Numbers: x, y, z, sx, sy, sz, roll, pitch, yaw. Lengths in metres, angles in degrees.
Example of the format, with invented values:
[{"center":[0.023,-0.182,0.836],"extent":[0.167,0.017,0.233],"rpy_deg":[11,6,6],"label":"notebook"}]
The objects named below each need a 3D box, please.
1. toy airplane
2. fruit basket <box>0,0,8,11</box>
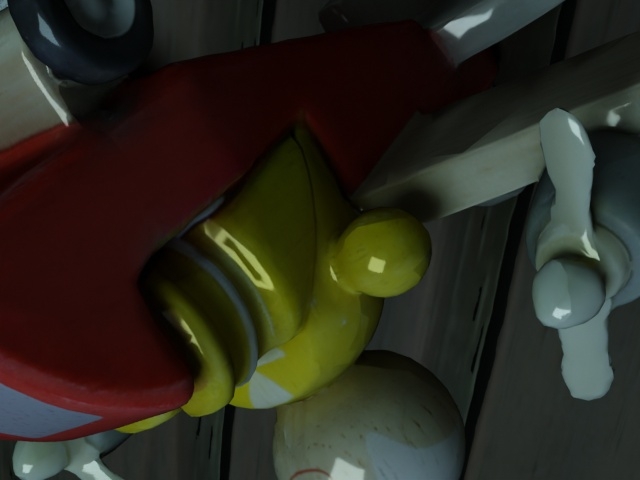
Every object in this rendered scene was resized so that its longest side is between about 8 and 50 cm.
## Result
[{"center":[0.000,0.000,0.718],"extent":[0.386,0.384,0.272],"rpy_deg":[144,105,-83],"label":"toy airplane"},{"center":[-0.251,-0.066,0.995],"extent":[0.353,0.165,0.327],"rpy_deg":[39,136,-22],"label":"fruit basket"}]
